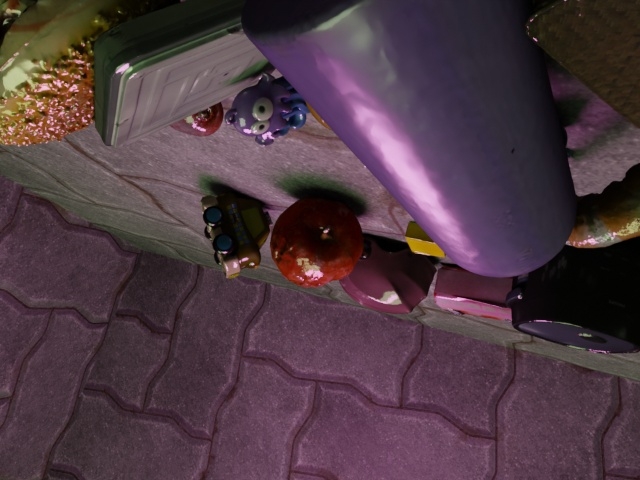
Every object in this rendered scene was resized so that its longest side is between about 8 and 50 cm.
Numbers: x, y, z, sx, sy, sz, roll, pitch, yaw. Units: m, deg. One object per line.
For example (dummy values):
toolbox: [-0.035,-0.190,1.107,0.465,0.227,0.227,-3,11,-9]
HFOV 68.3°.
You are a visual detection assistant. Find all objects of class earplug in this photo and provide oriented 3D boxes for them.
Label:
earplug: [0.141,-0.115,0.495,0.215,0.215,0.456,4,151,42]

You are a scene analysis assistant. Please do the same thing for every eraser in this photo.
eraser: [0.276,0.001,1.220,0.097,0.045,0.122,11,164,21]

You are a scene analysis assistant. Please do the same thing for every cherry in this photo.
cherry: [-0.192,-0.238,0.826,0.226,0.090,0.107,-3,144,32]

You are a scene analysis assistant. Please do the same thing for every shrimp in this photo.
shrimp: [0.376,-0.060,0.582,0.068,0.185,0.287,42,156,1]

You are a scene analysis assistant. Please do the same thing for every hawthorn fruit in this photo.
hawthorn fruit: [0.000,0.000,1.172,0.242,0.241,0.272,20,165,-11]

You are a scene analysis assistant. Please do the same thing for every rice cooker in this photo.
rice cooker: [0.511,0.092,0.933,0.267,0.224,0.267,15,164,4]

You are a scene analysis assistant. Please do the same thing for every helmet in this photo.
helmet: [0.180,0.118,1.472,0.338,0.197,0.271,12,167,18]

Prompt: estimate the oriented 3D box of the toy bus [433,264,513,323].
toy bus: [0.489,0.161,1.394,0.303,0.127,0.147,6,158,37]

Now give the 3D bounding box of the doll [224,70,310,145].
doll: [-0.058,-0.199,0.690,0.067,0.206,0.110,32,132,27]

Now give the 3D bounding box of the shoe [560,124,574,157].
shoe: [0.285,-0.141,0.682,0.143,0.063,0.071,11,-177,42]

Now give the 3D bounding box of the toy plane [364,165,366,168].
toy plane: [0.184,-0.113,0.762,0.251,0.101,0.255,26,172,18]

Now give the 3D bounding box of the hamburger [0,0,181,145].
hamburger: [-0.299,-0.234,0.551,0.170,0.302,0.302,43,160,-11]

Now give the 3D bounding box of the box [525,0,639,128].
box: [0.297,-0.200,0.280,0.184,0.143,0.273,25,163,-23]

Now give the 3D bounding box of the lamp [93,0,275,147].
lamp: [-0.133,-0.210,0.557,0.047,0.269,0.266,60,155,-10]

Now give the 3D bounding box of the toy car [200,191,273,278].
toy car: [-0.238,-0.029,1.410,0.198,0.247,0.204,-19,171,-16]

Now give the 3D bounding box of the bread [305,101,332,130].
bread: [0.080,-0.193,0.646,0.217,0.098,0.147,9,167,33]
